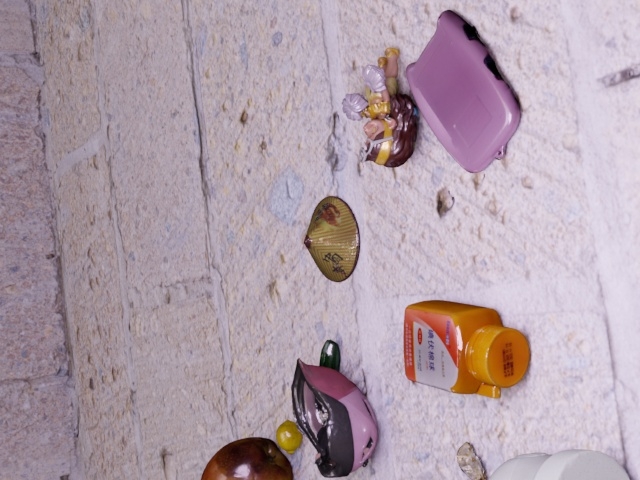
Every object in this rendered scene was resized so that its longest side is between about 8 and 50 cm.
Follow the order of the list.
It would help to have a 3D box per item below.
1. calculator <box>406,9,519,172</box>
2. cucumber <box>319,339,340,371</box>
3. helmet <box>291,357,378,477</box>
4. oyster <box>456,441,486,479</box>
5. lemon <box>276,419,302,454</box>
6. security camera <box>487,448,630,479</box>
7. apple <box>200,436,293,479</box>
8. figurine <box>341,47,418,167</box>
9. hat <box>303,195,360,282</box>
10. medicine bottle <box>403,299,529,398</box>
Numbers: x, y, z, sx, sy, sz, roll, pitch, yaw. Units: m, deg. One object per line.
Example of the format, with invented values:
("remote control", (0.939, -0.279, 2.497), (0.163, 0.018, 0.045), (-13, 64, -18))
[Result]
("calculator", (0.248, -0.258, 1.663), (0.194, 0.043, 0.294), (-56, 51, 43))
("cucumber", (0.020, 0.268, 2.066), (0.048, 0.048, 0.105), (17, 104, 55))
("helmet", (0.035, 0.369, 1.965), (0.198, 0.154, 0.253), (101, 162, -49))
("oyster", (0.281, 0.412, 1.712), (0.083, 0.019, 0.054), (57, 136, 39))
("lemon", (-0.074, 0.466, 2.216), (0.062, 0.062, 0.083), (-16, 80, 56))
("security camera", (0.352, 0.426, 1.458), (0.236, 0.194, 0.194), (-30, 69, 56))
("apple", (-0.172, 0.583, 2.244), (0.230, 0.230, 0.230), (10, 102, 56))
("figurine", (0.122, -0.253, 1.787), (0.175, 0.116, 0.240), (127, 138, -63))
("hat", (0.000, 0.000, 2.034), (0.193, 0.082, 0.193), (10, 103, 54))
("medicine bottle", (0.252, 0.189, 1.645), (0.222, 0.112, 0.149), (5, 98, 56))
